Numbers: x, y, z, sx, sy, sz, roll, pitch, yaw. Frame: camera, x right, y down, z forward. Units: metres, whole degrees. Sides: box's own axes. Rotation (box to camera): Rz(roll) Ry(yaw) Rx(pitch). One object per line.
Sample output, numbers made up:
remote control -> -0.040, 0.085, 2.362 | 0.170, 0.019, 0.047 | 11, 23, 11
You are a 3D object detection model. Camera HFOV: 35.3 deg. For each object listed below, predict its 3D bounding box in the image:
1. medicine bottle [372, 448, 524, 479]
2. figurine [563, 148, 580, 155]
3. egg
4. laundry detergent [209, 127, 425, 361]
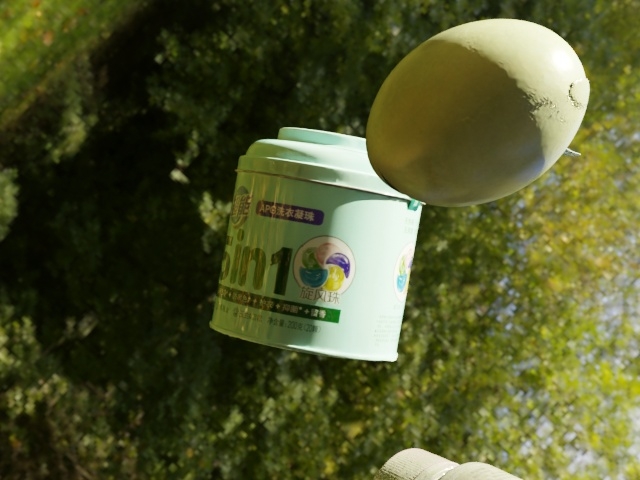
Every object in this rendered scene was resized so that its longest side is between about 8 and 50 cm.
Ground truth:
medicine bottle -> 0.237, 0.480, 1.634 | 0.302, 0.241, 0.241 | 16, -122, 47
figurine -> 0.279, -0.147, 1.520 | 0.128, 0.208, 0.184 | -109, -152, -63
egg -> 0.162, -0.133, 1.072 | 0.253, 0.187, 0.186 | -22, -161, 29
laundry detergent -> 0.000, 0.000, 1.484 | 0.287, 0.287, 0.305 | -164, -97, -82
